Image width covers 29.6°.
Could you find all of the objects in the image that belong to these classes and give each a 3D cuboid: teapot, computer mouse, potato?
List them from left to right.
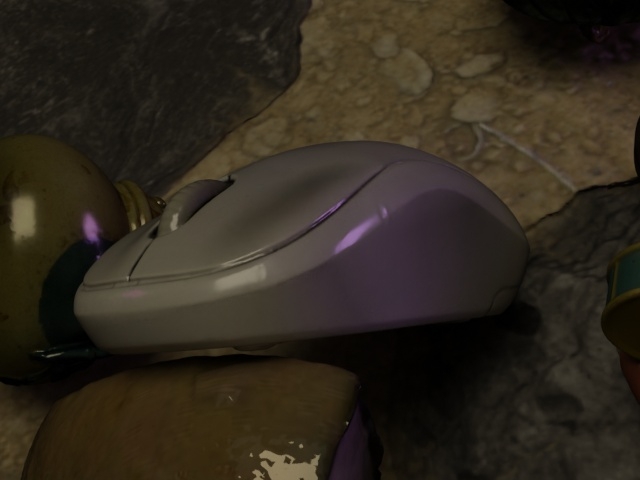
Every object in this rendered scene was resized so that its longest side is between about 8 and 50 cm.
[{"bbox_3d":[-0.178,0.008,0.864,0.182,0.173,0.269,-1,19,-24],"label":"teapot"},{"bbox_3d":[-0.101,0.183,0.655,0.264,0.189,0.211,5,54,23],"label":"potato"},{"bbox_3d":[0.000,0.000,0.716,0.184,0.297,0.121,-4,87,47],"label":"computer mouse"}]

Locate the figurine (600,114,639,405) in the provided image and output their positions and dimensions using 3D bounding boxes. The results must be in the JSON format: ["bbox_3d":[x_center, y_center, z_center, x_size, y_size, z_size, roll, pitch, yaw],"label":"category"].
[{"bbox_3d":[0.255,-0.031,0.731,0.161,0.158,0.275,-33,34,48],"label":"figurine"}]

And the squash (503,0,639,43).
[{"bbox_3d":[0.211,-0.248,0.914,0.218,0.172,0.218,-14,46,15],"label":"squash"}]
